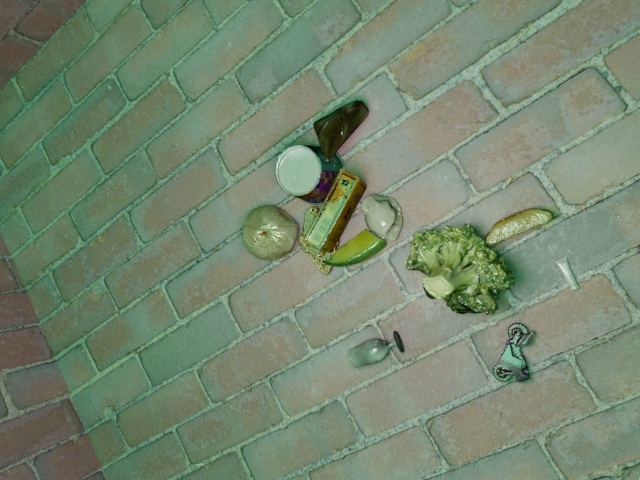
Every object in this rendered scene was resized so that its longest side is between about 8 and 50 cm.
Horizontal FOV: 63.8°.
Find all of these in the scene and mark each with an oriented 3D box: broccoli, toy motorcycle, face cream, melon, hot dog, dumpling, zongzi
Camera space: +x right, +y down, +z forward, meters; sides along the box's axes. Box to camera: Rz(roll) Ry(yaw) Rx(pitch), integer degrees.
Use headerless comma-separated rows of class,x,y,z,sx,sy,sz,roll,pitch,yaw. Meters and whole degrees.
broccoli,0.473,0.103,1.748,0.339,0.317,0.277,32,123,-10
toy motorcycle,0.682,0.398,1.777,0.123,0.080,0.215,21,95,21
face cream,0.834,0.113,1.735,0.038,0.020,0.115,-26,79,22
melon,0.124,0.036,1.995,0.262,0.053,0.114,-26,69,12
hot dog,0.671,-0.054,1.765,0.243,0.084,0.073,-25,78,22
dumpling,0.239,-0.095,1.938,0.150,0.092,0.176,-40,60,-3
zongzi,0.089,-0.415,1.926,0.221,0.112,0.242,-31,37,15

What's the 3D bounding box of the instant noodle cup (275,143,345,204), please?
instant noodle cup,-0.050,-0.264,1.996,0.251,0.190,0.251,1,92,23

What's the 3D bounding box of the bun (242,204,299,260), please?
bun,-0.215,-0.038,2.097,0.244,0.153,0.243,-1,87,21

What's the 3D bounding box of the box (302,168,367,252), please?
box,0.058,-0.104,1.931,0.084,0.193,0.301,29,93,13

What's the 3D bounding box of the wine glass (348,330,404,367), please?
wine glass,0.210,0.418,1.964,0.202,0.093,0.092,-25,82,18

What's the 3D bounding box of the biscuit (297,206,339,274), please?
biscuit,0.000,0.000,2.064,0.183,0.043,0.280,-15,90,19
